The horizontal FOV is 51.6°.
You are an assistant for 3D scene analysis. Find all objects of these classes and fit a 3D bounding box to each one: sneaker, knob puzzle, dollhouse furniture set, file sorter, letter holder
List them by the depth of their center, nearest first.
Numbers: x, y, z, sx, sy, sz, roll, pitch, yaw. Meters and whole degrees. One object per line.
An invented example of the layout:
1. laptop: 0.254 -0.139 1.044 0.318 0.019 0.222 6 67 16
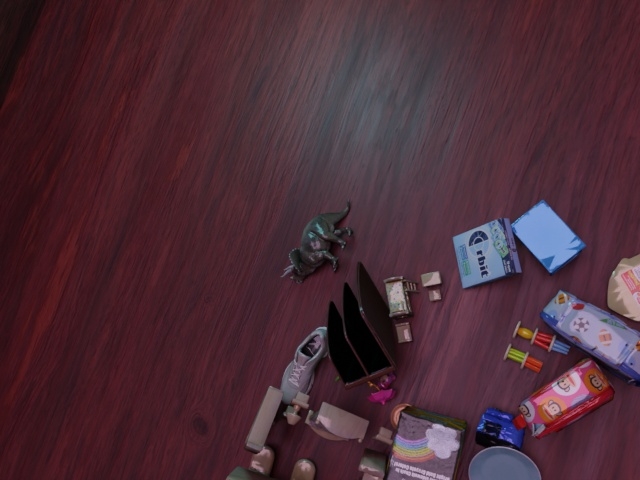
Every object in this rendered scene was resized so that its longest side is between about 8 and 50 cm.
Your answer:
1. knob puzzle: 0.863 0.134 1.778 0.213 0.030 0.213 -4 77 17
2. dollhouse furniture set: -0.046 0.658 1.778 0.394 0.362 0.256 16 89 9
3. letter holder: 0.091 0.220 1.835 0.152 0.302 0.214 -24 111 12
4. file sorter: 0.631 -0.002 1.845 0.118 0.104 0.170 -40 69 7
5. dollhouse furniture set: -0.020 0.568 1.863 0.355 0.303 0.174 23 66 -2
6. dollhouse furniture set: 0.282 0.192 1.919 0.161 0.101 0.182 -13 74 15
7. sneaker: -0.057 0.371 1.981 0.099 0.121 0.262 28 90 20

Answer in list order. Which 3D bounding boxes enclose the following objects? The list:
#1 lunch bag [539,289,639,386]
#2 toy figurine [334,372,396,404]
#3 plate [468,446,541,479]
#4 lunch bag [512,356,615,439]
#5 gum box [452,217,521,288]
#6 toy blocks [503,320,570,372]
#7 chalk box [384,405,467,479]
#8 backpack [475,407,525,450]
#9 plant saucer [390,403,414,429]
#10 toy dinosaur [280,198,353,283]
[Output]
1. lunch bag: 0.717 0.255 1.692 0.303 0.243 0.115 38 91 28
2. toy figurine: 0.155 0.395 1.931 0.159 0.130 0.173 40 68 8
3. plate: 0.491 0.626 1.765 0.188 0.024 0.188 6 109 18
4. lunch bag: 0.599 0.405 1.666 0.258 0.293 0.120 -36 68 12
5. gum box: 0.467 0.039 1.872 0.184 0.041 0.157 -28 65 50
6. toy blocks: 0.594 0.304 1.817 0.148 0.054 0.123 22 85 21
7. chalk box: 0.275 0.615 1.782 0.180 0.179 0.289 14 86 16
8. backpack: 0.488 0.514 1.782 0.120 0.098 0.101 18 65 23
9. plant saucer: 0.243 0.513 1.909 0.083 0.013 0.083 -4 76 18
10. toy dinosaur: 0.000 0.000 2.048 0.160 0.121 0.313 23 90 8
